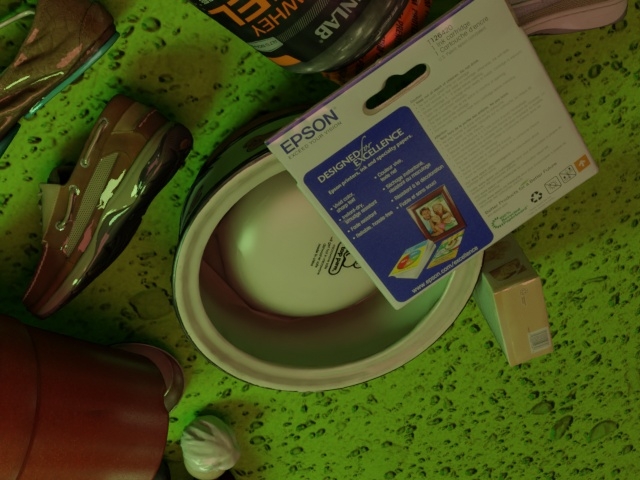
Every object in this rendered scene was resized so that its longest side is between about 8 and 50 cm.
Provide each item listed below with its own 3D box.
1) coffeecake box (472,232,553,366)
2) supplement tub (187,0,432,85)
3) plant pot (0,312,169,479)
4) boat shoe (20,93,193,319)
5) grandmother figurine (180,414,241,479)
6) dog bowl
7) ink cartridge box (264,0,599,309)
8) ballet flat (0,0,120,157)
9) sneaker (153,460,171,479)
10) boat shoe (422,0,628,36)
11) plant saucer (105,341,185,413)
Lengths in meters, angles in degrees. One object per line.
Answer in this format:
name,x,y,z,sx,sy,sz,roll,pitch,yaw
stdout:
coffeecake box,0.250,0.057,1.511,0.068,0.185,0.142,-20,128,-1
supplement tub,-0.052,-0.315,1.148,0.338,0.207,0.207,31,112,-31
plant pot,-0.356,0.228,1.389,0.265,0.272,0.272,15,120,-38
boat shoe,-0.284,-0.045,1.347,0.120,0.122,0.324,39,113,0
grandmother figurine,-0.175,0.430,1.672,0.104,0.208,0.342,4,109,5
dog bowl,0.000,0.000,1.424,0.407,0.150,0.408,-8,125,-11
ink cartridge box,0.132,-0.108,1.255,0.303,0.072,0.307,-34,124,6
ballet flat,-0.378,-0.160,1.240,0.124,0.116,0.342,42,106,-14
sneaker,-0.312,0.459,1.694,0.162,0.106,0.281,-1,125,-11
boat shoe,0.224,-0.296,1.303,0.320,0.118,0.103,-11,121,-13
plant saucer,-0.280,0.205,1.566,0.168,0.029,0.168,-8,127,-11
